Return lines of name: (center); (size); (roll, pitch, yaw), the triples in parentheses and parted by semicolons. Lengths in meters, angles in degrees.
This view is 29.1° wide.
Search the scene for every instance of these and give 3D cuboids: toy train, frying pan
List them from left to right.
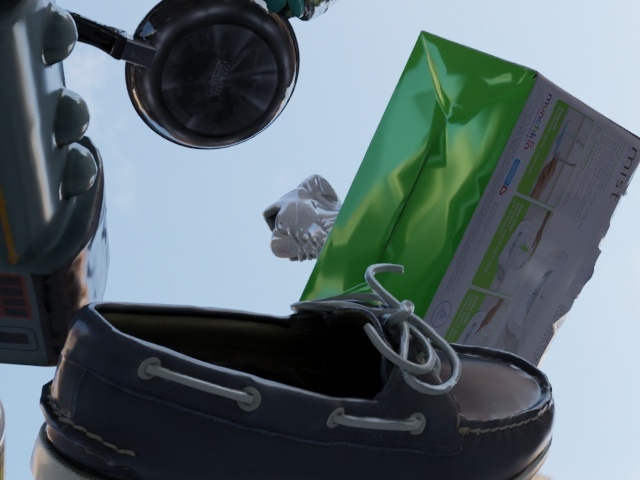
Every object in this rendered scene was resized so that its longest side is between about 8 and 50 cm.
toy train: (-0.200, -0.060, 0.575); (0.190, 0.142, 0.334); (4, -40, -2)
frying pan: (-0.158, -0.217, 1.314); (0.197, 0.053, 0.326); (-46, -57, 11)

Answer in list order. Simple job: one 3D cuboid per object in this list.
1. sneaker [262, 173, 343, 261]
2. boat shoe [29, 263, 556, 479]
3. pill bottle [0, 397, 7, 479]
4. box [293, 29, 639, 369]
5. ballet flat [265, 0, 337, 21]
sneaker: (0.000, 0.000, 1.529); (0.115, 0.232, 0.090); (-28, -63, -14)
boat shoe: (0.007, 0.059, 0.505); (0.254, 0.095, 0.079); (5, -68, -32)
pill bottle: (-0.509, 0.325, 1.618); (0.187, 0.188, 0.334); (-7, -40, -21)
box: (0.137, -0.012, 1.053); (0.231, 0.126, 0.262); (15, -78, -54)
ballet flat: (-0.011, -0.255, 1.233); (0.070, 0.188, 0.070); (-3, -77, -13)
